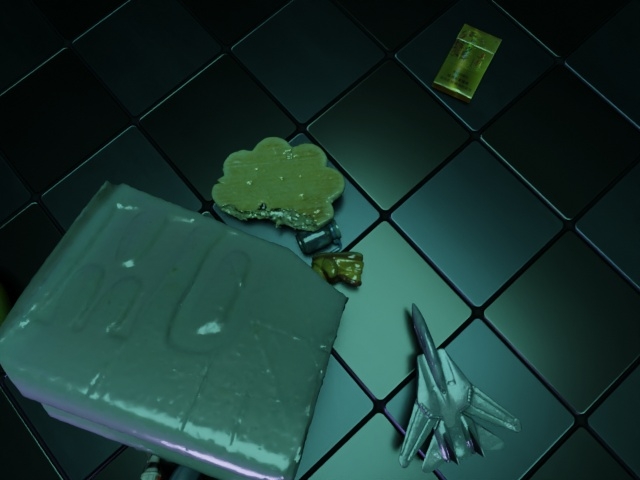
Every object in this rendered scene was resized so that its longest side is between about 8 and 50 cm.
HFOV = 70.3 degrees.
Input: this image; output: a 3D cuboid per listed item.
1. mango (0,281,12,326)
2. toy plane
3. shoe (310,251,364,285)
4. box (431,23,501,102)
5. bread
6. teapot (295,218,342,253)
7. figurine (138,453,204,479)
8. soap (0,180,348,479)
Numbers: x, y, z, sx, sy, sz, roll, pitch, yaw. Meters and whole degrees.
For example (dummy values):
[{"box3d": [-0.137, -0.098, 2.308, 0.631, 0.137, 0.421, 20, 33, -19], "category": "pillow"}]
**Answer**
[{"box3d": [-0.635, 0.132, 0.827, 0.130, 0.092, 0.195, -16, 82, -3], "category": "mango"}, {"box3d": [0.201, 0.241, 0.785, 0.212, 0.088, 0.268, -16, 69, -3], "category": "toy plane"}, {"box3d": [0.026, 0.056, 0.832, 0.108, 0.072, 0.069, -5, 72, 1], "category": "shoe"}, {"box3d": [0.304, -0.369, 0.943, 0.089, 0.022, 0.156, 29, 80, 7], "category": "box"}, {"box3d": [-0.075, -0.113, 0.875, 0.250, 0.039, 0.182, 12, 66, 13], "category": "bread"}, {"box3d": [0.000, -0.002, 0.857, 0.083, 0.049, 0.064, -23, 78, -4], "category": "teapot"}, {"box3d": [-0.238, 0.437, 0.677, 0.196, 0.175, 0.265, 9, 37, 12], "category": "figurine"}, {"box3d": [-0.196, 0.140, 0.699, 0.434, 0.213, 0.351, 21, 55, 5], "category": "soap"}]
